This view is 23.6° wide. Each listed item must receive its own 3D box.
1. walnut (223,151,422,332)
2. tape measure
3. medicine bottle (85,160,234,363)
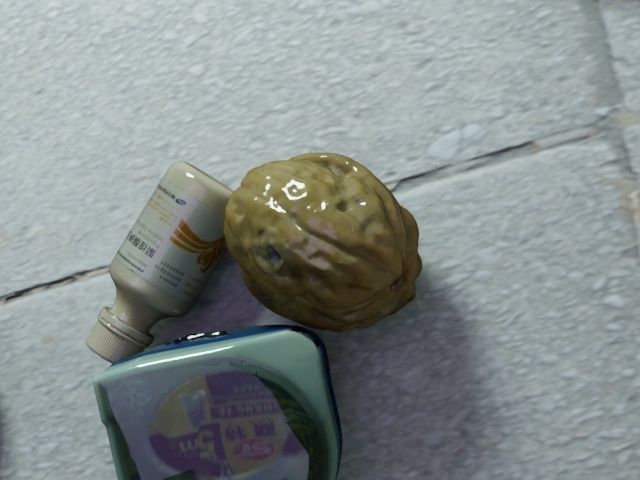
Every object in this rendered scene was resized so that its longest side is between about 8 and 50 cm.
[{"bbox_3d":[0.000,0.000,1.744,0.245,0.198,0.198,32,91,31],"label":"walnut"},{"bbox_3d":[-0.107,0.230,1.732,0.259,0.138,0.262,-12,86,6],"label":"tape measure"},{"bbox_3d":[-0.192,0.034,1.843,0.114,0.114,0.252,33,93,22],"label":"medicine bottle"}]
